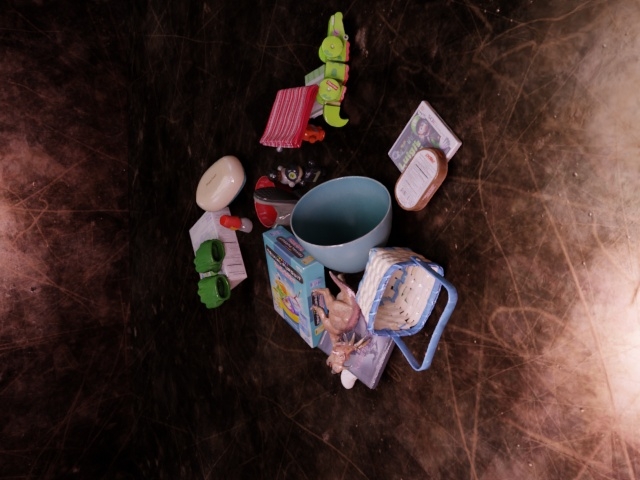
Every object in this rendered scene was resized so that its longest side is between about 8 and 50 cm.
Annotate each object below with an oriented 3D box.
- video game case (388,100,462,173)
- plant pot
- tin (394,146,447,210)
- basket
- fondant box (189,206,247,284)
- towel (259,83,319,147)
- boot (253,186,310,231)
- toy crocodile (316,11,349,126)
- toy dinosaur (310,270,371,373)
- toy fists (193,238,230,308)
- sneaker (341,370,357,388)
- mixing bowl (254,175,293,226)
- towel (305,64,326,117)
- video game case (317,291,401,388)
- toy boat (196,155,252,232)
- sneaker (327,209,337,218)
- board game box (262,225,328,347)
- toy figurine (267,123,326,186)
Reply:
[{"bbox_3d":[0.276,-0.248,1.545,0.173,0.022,0.190,60,136,31],"label":"video game case"},{"bbox_3d":[0.080,-0.019,1.656,0.290,0.290,0.196,37,157,45],"label":"plant pot"},{"bbox_3d":[0.265,-0.161,1.521,0.106,0.040,0.190,54,132,29],"label":"tin"},{"bbox_3d":[0.228,0.154,1.486,0.289,0.200,0.255,57,136,51],"label":"basket"},{"bbox_3d":[-0.447,0.052,2.470,0.238,0.096,0.331,-37,63,47],"label":"fondant box"},{"bbox_3d":[-0.103,-0.392,1.804,0.274,0.031,0.199,19,90,60],"label":"towel"},{"bbox_3d":[-0.132,-0.090,1.919,0.083,0.246,0.161,50,126,39],"label":"boot"},{"bbox_3d":[0.046,-0.523,1.764,0.115,0.105,0.341,-157,71,-83],"label":"toy crocodile"},{"bbox_3d":[0.072,0.224,1.675,0.200,0.127,0.296,47,140,42],"label":"toy dinosaur"},{"bbox_3d":[-0.440,0.134,2.319,0.142,0.096,0.280,-21,75,40],"label":"toy fists"},{"bbox_3d":[0.108,0.408,1.800,0.061,0.053,0.152,34,119,43],"label":"sneaker"},{"bbox_3d":[-0.154,-0.143,2.054,0.181,0.098,0.182,17,111,54],"label":"mixing bowl"},{"bbox_3d":[-0.006,-0.493,1.903,0.113,0.023,0.152,-11,82,51],"label":"towel"},{"bbox_3d":[0.112,0.302,1.763,0.274,0.026,0.196,29,98,49],"label":"video game case"},{"bbox_3d":[-0.376,-0.168,2.321,0.267,0.148,0.318,-38,59,27],"label":"toy boat"},{"bbox_3d":[0.000,0.000,1.872,0.302,0.108,0.121,-54,53,50],"label":"sneaker"},{"bbox_3d":[-0.080,0.154,1.912,0.253,0.079,0.336,37,143,45],"label":"board game box"},{"bbox_3d":[-0.093,-0.287,1.926,0.209,0.148,0.213,2,95,53],"label":"toy figurine"}]
